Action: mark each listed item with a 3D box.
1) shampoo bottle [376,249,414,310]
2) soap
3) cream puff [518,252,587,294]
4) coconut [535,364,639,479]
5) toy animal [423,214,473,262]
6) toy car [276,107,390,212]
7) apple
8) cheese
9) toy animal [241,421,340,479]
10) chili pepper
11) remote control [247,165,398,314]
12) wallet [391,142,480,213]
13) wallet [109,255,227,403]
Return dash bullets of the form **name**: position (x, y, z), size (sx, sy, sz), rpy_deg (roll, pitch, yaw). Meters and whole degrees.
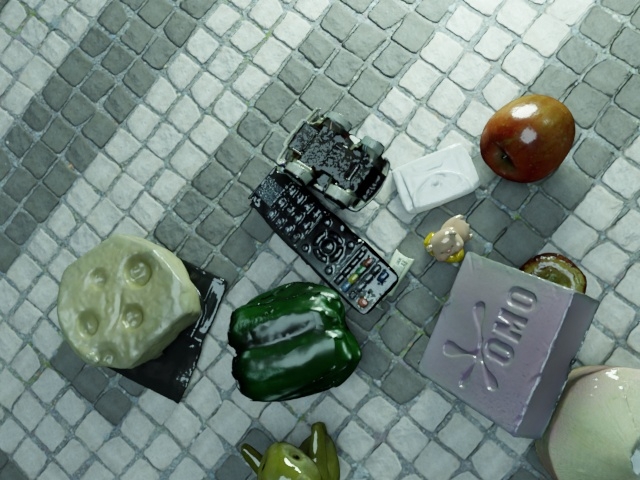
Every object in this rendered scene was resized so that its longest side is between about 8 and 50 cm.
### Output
- **shampoo bottle**: position (0.160, 0.093, 1.337), size (0.049, 0.034, 0.141), rpy_deg (30, 91, 4)
- **soap**: position (0.364, 0.198, 1.174), size (0.107, 0.285, 0.296), rpy_deg (21, 91, -34)
- **cream puff**: position (0.490, 0.100, 1.249), size (0.149, 0.084, 0.148), rpy_deg (-2, 85, 23)
- **coconut**: position (0.567, 0.383, 1.097), size (0.298, 0.309, 0.297), rpy_deg (-1, 85, 10)
- **toy animal**: position (0.292, 0.003, 1.297), size (0.114, 0.082, 0.091), rpy_deg (-37, 81, 4)
- **toy car**: position (0.036, -0.168, 1.319), size (0.235, 0.158, 0.172), rpy_deg (36, 87, 9)
- **apple**: position (0.440, -0.217, 1.249), size (0.181, 0.181, 0.168), rpy_deg (40, 68, 11)
- **cheese**: position (-0.445, 0.146, 1.361), size (0.327, 0.115, 0.317), rpy_deg (9, 82, 12)
- **toy animal**: position (-0.060, 0.471, 1.191), size (0.181, 0.363, 0.180), rpy_deg (-24, 66, 3)
- **chili pepper**: position (-0.054, 0.222, 1.260), size (0.257, 0.233, 0.248), rpy_deg (-20, 91, 16)
- **remote control**: position (0.000, 0.000, 1.348), size (0.399, 0.062, 0.144), rpy_deg (44, 101, 15)
- **wallet**: position (0.265, -0.142, 1.342), size (0.183, 0.032, 0.124), rpy_deg (-21, 79, 9)
- **wallet**: position (-0.383, 0.200, 1.423), size (0.247, 0.041, 0.322), rpy_deg (23, 91, 13)
